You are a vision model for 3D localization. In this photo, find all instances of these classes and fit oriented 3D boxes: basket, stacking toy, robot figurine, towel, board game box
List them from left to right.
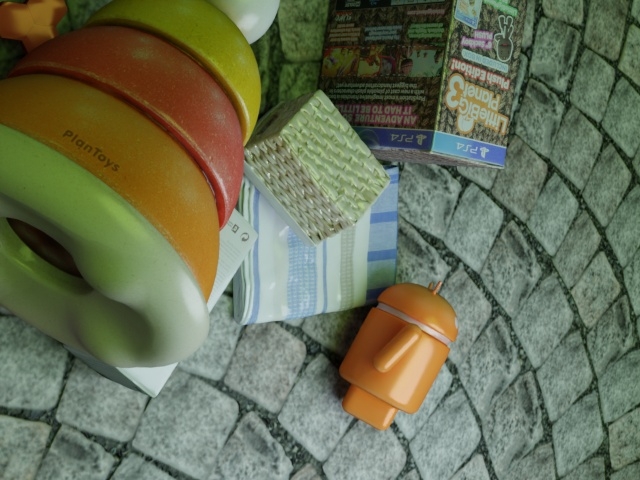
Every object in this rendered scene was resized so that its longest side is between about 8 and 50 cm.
[{"bbox_3d":[-0.170,-0.139,1.167,0.351,0.350,0.480,52,56,-32],"label":"stacking toy"},{"bbox_3d":[-0.007,-0.092,1.393,0.167,0.103,0.113,51,53,-16],"label":"basket"},{"bbox_3d":[0.000,0.000,1.501,0.285,0.034,0.209,-5,100,-40],"label":"towel"},{"bbox_3d":[0.110,0.153,1.540,0.158,0.128,0.219,34,83,-46],"label":"robot figurine"},{"bbox_3d":[0.130,-0.250,1.445,0.141,0.232,0.291,8,92,-40],"label":"board game box"}]

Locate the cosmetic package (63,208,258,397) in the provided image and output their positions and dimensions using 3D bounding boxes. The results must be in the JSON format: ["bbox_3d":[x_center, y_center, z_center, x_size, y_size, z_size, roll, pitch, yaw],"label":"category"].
[{"bbox_3d":[-0.186,0.057,1.298,0.085,0.117,0.231,46,66,-34],"label":"cosmetic package"}]

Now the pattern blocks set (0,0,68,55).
[{"bbox_3d":[-0.323,-0.375,1.132,0.325,0.026,0.285,42,83,-25],"label":"pattern blocks set"}]
